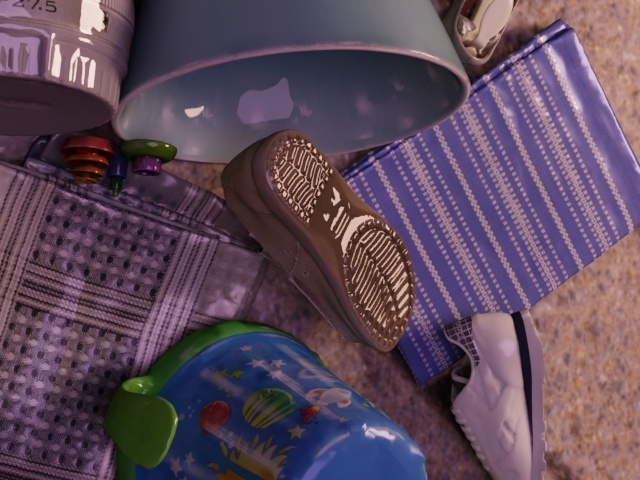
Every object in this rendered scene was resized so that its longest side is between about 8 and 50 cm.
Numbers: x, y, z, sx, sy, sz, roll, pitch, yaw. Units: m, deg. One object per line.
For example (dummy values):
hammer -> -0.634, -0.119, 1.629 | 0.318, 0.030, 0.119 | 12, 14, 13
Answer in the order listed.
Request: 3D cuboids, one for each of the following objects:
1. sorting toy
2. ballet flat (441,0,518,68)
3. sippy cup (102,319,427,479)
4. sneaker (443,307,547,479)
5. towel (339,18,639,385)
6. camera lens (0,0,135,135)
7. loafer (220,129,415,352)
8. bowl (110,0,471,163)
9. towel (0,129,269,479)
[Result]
sorting toy -> -0.178, -0.064, 1.299 | 0.102, 0.061, 0.042 | 4, 79, -6
ballet flat -> 0.185, -0.265, 1.466 | 0.072, 0.068, 0.213 | 29, 85, -23
sippy cup -> -0.030, 0.209, 1.321 | 0.305, 0.224, 0.240 | -17, 111, -31
sneaker -> 0.179, 0.180, 1.509 | 0.094, 0.090, 0.235 | -8, 109, -3
towel -> 0.175, -0.042, 1.511 | 0.336, 0.040, 0.243 | -35, 109, -13
camera lens -> -0.257, -0.239, 1.181 | 0.219, 0.219, 0.274 | 4, 80, -23
loafer -> 0.000, 0.000, 1.386 | 0.102, 0.092, 0.268 | -55, 128, -29
bowl -> -0.033, -0.185, 1.289 | 0.311, 0.311, 0.163 | -1, 76, -22
towel -> -0.217, 0.073, 1.347 | 0.312, 0.056, 0.324 | 22, 87, -23
